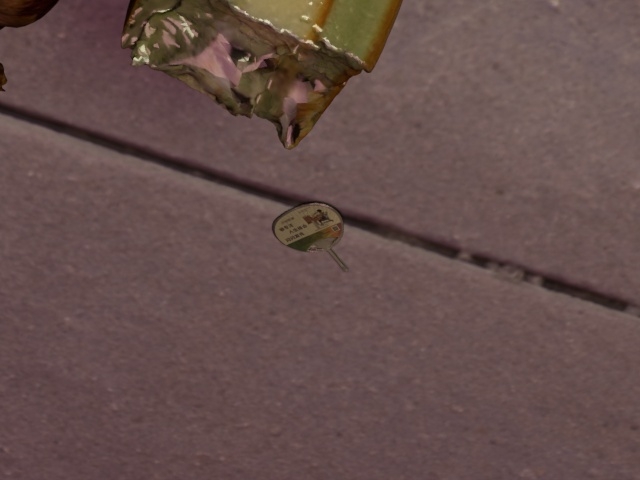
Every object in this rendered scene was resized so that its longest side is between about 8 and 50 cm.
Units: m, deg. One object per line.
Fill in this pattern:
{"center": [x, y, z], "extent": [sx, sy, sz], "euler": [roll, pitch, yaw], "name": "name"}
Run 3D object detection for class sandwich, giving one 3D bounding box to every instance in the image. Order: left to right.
{"center": [-0.012, -0.206, 1.176], "extent": [0.155, 0.198, 0.227], "euler": [25, 131, -17], "name": "sandwich"}

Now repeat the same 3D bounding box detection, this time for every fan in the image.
{"center": [0.002, -0.007, 1.497], "extent": [0.080, 0.003, 0.060], "euler": [24, 132, -16], "name": "fan"}

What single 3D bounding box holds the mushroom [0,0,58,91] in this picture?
{"center": [-0.283, -0.213, 1.196], "extent": [0.297, 0.163, 0.278], "euler": [-4, 131, 44], "name": "mushroom"}
